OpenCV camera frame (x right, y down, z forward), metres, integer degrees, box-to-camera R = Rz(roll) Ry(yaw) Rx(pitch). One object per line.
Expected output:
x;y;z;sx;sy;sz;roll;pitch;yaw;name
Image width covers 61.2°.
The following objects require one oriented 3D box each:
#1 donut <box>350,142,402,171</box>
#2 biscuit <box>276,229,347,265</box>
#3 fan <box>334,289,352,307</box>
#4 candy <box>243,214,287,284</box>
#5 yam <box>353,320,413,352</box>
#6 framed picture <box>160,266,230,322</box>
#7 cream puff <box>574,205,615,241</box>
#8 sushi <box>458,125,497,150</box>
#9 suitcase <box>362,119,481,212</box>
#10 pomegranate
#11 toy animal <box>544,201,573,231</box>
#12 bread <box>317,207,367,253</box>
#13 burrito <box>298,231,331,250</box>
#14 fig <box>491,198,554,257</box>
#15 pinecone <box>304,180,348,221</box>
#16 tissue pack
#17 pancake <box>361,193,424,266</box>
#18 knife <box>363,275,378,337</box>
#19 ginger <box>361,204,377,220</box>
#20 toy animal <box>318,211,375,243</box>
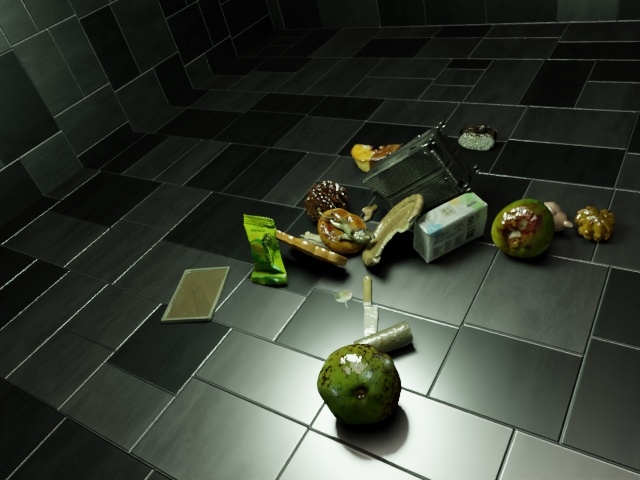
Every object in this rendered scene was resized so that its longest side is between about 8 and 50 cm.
0.228;-0.344;2.282;0.217;0.085;0.141;9;45;30;donut
-0.038;0.030;1.864;0.295;0.186;0.044;21;90;43;biscuit
0.070;0.189;1.753;0.060;0.003;0.080;1;41;21;fan
-0.189;0.031;1.860;0.149;0.246;0.069;2;22;31;candy
0.181;0.288;1.541;0.170;0.068;0.068;-22;39;-5;yam
-0.438;0.187;1.921;0.189;0.023;0.260;-5;40;14;framed picture
0.864;-0.058;1.700;0.116;0.094;0.122;-22;34;-11;cream puff
0.645;-0.421;2.225;0.151;0.090;0.078;6;47;23;sushi
0.344;-0.227;1.885;0.335;0.229;0.152;-27;18;44;suitcase
0.106;0.364;1.405;0.214;0.214;0.248;-8;1;10;pomegranate
0.759;-0.082;1.769;0.084;0.089;0.150;6;26;1;toy animal
0.078;-0.031;1.928;0.193;0.064;0.193;8;53;-10;bread
0.000;0.002;1.978;0.171;0.042;0.051;12;38;34;burrito
0.639;-0.045;1.695;0.181;0.181;0.191;24;55;39;fig
0.033;-0.154;2.071;0.163;0.162;0.165;7;28;27;pinecone
0.413;-0.060;1.795;0.230;0.159;0.145;-27;52;-11;tissue pack
0.235;-0.035;1.803;0.288;0.033;0.286;-36;19;57;pancake
0.155;0.214;1.681;0.047;0.017;0.297;-2;39;7;knife
0.181;-0.113;2.059;0.048;0.030;0.097;11;44;28;ginger
0.082;-0.041;1.858;0.220;0.069;0.086;32;39;13;toy animal
